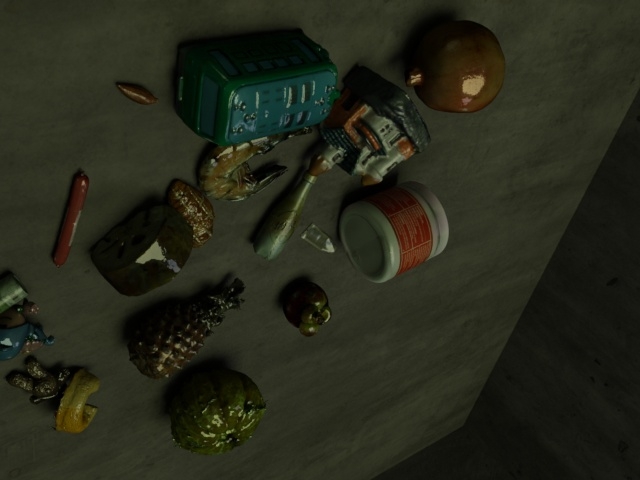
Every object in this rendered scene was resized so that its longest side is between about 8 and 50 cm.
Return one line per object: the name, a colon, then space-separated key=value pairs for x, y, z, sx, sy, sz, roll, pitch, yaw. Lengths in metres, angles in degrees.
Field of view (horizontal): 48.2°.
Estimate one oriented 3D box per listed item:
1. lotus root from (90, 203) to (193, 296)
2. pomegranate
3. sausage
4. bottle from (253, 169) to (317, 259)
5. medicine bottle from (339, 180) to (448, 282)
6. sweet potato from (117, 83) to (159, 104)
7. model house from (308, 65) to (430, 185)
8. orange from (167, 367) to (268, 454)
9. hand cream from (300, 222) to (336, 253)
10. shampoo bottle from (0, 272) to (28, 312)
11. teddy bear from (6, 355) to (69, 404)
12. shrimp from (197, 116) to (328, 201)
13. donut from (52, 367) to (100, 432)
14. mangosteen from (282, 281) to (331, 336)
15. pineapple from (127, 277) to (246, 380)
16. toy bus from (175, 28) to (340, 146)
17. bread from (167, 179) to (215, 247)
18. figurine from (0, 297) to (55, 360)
lotus root: x=-0.406 y=0.030 z=1.647 sx=0.234 sy=0.138 sz=0.119 roll=-34 pitch=141 yaw=2
pomegranate: x=0.342 y=-0.446 z=1.871 sx=0.270 sy=0.252 sz=0.229 roll=-13 pitch=130 yaw=-9
sausage: x=-0.539 y=-0.041 z=1.546 sx=0.034 sy=0.034 sz=0.253 roll=-3 pitch=127 yaw=-45
bottle: x=-0.089 y=-0.071 z=1.945 sx=0.083 sy=0.083 sz=0.270 roll=15 pitch=114 yaw=-52
medicine bottle: x=0.218 y=-0.027 z=2.165 sx=0.240 sy=0.252 sz=0.253 roll=-23 pitch=140 yaw=-29
sweet potato: x=-0.373 y=-0.297 z=1.454 sx=0.095 sy=0.034 sz=0.034 roll=20 pitch=111 yaw=-42
model house: x=0.104 y=-0.253 z=1.867 sx=0.301 sy=0.190 sz=0.271 roll=-43 pitch=148 yaw=-1
orange: x=-0.318 y=0.524 z=2.208 sx=0.299 sy=0.223 sz=0.301 roll=-11 pitch=135 yaw=-19
hand cream: x=0.000 y=0.000 z=2.170 sx=0.057 sy=0.037 sz=0.165 roll=-48 pitch=139 yaw=4
shampoo bottle: x=-0.727 y=0.153 z=1.525 sx=0.204 sy=0.065 sz=0.065 roll=-36 pitch=145 yaw=-13
teddy bear: x=-0.682 y=0.357 z=1.773 sx=0.119 sy=0.078 sz=0.160 roll=-45 pitch=145 yaw=-6
shrimp: x=-0.137 y=-0.213 z=1.765 sx=0.364 sy=0.071 sz=0.233 roll=-30 pitch=149 yaw=-17
donut: x=-0.629 y=0.429 z=1.853 sx=0.146 sy=0.078 sz=0.181 roll=-66 pitch=179 yaw=-59
mangosteen: x=-0.025 y=0.210 z=2.222 sx=0.145 sy=0.181 sz=0.156 roll=-30 pitch=122 yaw=-44
pineapple: x=-0.349 y=0.226 z=1.940 sx=0.361 sy=0.175 sz=0.175 roll=-36 pitch=148 yaw=-41
toy bus: x=-0.124 y=-0.328 z=1.540 sx=0.343 sy=0.199 sz=0.184 roll=-21 pitch=138 yaw=-34
bread: x=-0.306 y=-0.052 z=1.745 sx=0.104 sy=0.076 sz=0.233 roll=-31 pitch=145 yaw=-17
figurine: x=-0.677 y=0.194 z=1.601 sx=0.178 sy=0.114 sz=0.145 roll=16 pitch=91 yaw=-65
